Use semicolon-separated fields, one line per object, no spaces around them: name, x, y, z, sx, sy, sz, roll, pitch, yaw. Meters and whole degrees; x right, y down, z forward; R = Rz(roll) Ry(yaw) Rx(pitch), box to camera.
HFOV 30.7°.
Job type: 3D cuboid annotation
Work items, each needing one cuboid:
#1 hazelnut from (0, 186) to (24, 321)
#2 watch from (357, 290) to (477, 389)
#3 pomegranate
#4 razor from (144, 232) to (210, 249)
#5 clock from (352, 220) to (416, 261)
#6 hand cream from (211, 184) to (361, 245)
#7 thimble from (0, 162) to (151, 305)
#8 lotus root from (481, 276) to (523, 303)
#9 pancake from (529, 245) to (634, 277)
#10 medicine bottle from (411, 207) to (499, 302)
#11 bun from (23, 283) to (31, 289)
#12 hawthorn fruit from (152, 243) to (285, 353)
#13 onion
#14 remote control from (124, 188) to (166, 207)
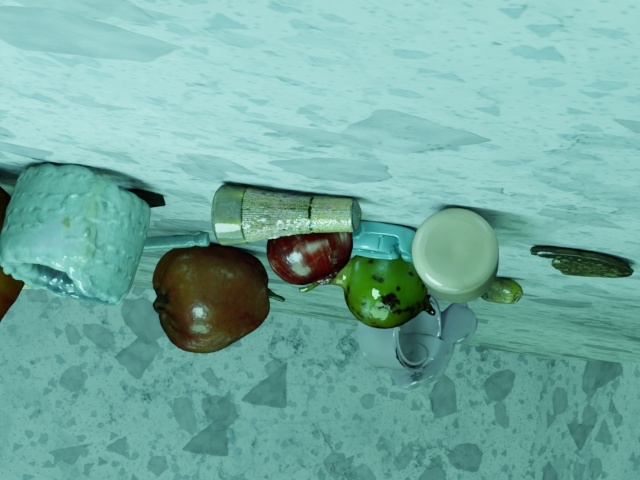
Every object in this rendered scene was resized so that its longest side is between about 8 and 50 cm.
hazelnut;-0.627;0.025;1.773;0.365;0.366;0.366;8;172;1
watch;0.204;0.182;2.558;0.210;0.248;0.217;4;145;40
pomegranate;0.073;0.074;1.886;0.220;0.156;0.156;-5;175;-9
razor;-0.321;0.008;2.190;0.231;0.106;0.068;-3;170;12
clock;0.073;-0.001;1.778;0.147;0.045;0.108;8;171;8
hand cream;-0.044;-0.036;1.573;0.203;0.084;0.084;-1;170;13
thimble;-0.360;-0.002;1.694;0.204;0.172;0.250;18;166;-17
lotus root;0.331;0.093;2.170;0.099;0.049;0.054;0;177;44
pancake;0.390;0.035;1.790;0.184;0.020;0.190;9;171;-10
medicine bottle;0.189;0.029;1.604;0.114;0.114;0.252;7;173;10
bun;-0.565;0.002;2.134;0.243;0.153;0.244;-5;157;-2
hawthorn fruit;-0.202;0.111;2.337;0.260;0.224;0.224;-5;177;-18
onion;-0.015;0.008;1.661;0.131;0.131;0.131;8;172;1
remote control;-0.329;-0.060;1.865;0.063;0.025;0.245;13;171;-36
